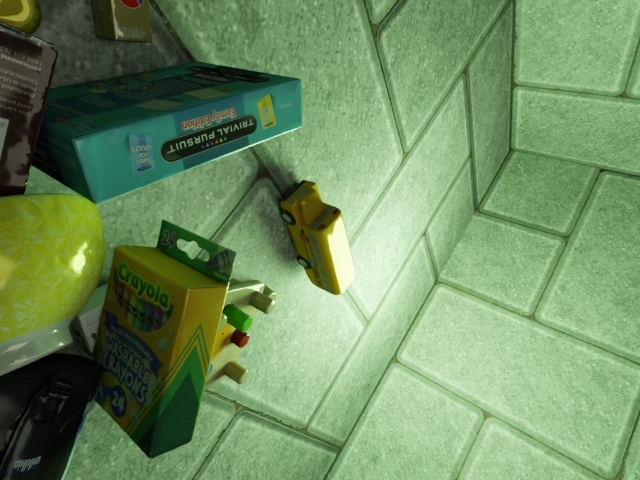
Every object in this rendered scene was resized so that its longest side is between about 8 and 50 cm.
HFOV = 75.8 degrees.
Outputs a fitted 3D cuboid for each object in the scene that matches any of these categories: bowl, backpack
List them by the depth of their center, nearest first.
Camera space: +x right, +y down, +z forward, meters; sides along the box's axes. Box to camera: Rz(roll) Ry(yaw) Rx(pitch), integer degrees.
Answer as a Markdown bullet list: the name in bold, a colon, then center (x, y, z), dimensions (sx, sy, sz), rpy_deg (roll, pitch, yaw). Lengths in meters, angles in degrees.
- **bowl**: center (-0.381, 0.075, 0.478), dimensions (0.289, 0.289, 0.156), rpy_deg (-23, 88, -46)
- **backpack**: center (-0.504, 0.341, 0.559), dimensions (0.290, 0.273, 0.356), rpy_deg (15, 77, -59)

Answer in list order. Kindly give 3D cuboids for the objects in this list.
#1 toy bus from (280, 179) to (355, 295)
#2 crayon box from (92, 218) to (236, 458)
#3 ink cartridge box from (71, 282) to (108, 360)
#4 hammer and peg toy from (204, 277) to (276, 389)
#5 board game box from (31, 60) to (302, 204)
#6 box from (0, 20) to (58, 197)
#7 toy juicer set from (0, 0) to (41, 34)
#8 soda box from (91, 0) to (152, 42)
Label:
- **toy bus**: center (0.000, 0.000, 1.134), dimensions (0.108, 0.130, 0.333), rpy_deg (-47, 142, -28)
- **crayon box**: center (-0.267, 0.142, 0.668), dimensions (0.083, 0.203, 0.323), rpy_deg (5, 102, -56)
- **ink cartridge box**: center (-0.382, 0.160, 0.756), dimensions (0.109, 0.063, 0.151), rpy_deg (-31, 132, -43)
- **hammer and peg toy**: center (-0.208, 0.218, 0.921), dimensions (0.361, 0.127, 0.266), rpy_deg (0, 113, -67)
- **board game box**: center (-0.230, -0.180, 0.595), dimensions (0.336, 0.253, 0.079), rpy_deg (-33, 135, -40)
- **box**: center (-0.407, -0.155, 0.410), dimensions (0.168, 0.203, 0.167), rpy_deg (8, 103, -56)
- **toy juicer set**: center (-0.389, -0.404, 0.412), dimensions (0.209, 0.089, 0.329), rpy_deg (6, 107, -37)
- **soda box**: center (-0.286, -0.378, 0.574), dimensions (0.058, 0.061, 0.182), rpy_deg (-24, 128, -46)
